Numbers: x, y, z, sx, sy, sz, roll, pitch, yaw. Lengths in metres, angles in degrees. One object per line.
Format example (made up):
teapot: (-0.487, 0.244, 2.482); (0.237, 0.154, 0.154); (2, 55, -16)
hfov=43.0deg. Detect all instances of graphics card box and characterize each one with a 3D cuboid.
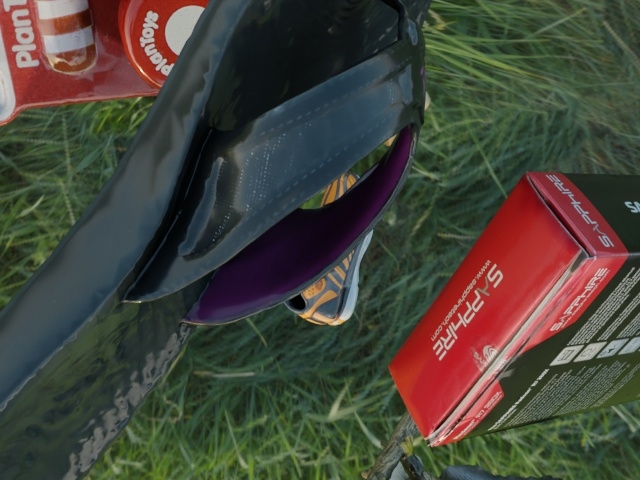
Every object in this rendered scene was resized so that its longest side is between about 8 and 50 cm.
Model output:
graphics card box: (0.264, 0.054, 0.708); (0.370, 0.094, 0.233); (-2, 136, -33)

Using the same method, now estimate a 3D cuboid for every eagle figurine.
eagle figurine: (0.191, 0.369, 1.050); (0.298, 0.225, 0.226); (34, 120, 8)

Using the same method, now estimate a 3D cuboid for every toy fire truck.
toy fire truck: (-0.182, -0.226, 0.560); (0.253, 0.169, 0.302); (-11, 128, -15)

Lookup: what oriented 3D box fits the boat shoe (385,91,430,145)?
boat shoe: (0.099, -0.270, 1.486); (0.110, 0.341, 0.122); (-37, 122, 0)

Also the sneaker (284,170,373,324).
sneaker: (0.000, 0.000, 1.612); (0.180, 0.124, 0.321); (18, 72, -43)

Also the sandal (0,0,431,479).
sandal: (-0.039, -0.008, 0.446); (0.107, 0.167, 0.446); (36, 92, 22)
